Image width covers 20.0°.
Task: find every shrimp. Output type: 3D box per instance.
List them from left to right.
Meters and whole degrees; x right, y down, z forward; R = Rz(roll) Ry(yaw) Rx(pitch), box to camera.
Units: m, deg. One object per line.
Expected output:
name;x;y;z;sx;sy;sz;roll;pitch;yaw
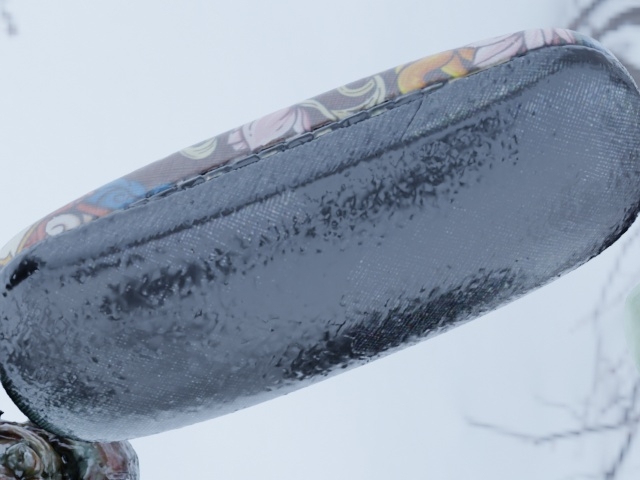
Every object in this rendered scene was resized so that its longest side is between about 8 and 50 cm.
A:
shrimp;-0.165;0.126;0.879;0.233;0.079;0.090;5;61;-66

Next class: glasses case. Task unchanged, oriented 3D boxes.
glasses case;0.000;0.000;0.839;0.082;0.321;0.122;-113;-178;-46

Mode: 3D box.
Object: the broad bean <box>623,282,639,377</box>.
broad bean;0.277;0.094;1.058;0.169;0.228;0.100;30;86;-59
